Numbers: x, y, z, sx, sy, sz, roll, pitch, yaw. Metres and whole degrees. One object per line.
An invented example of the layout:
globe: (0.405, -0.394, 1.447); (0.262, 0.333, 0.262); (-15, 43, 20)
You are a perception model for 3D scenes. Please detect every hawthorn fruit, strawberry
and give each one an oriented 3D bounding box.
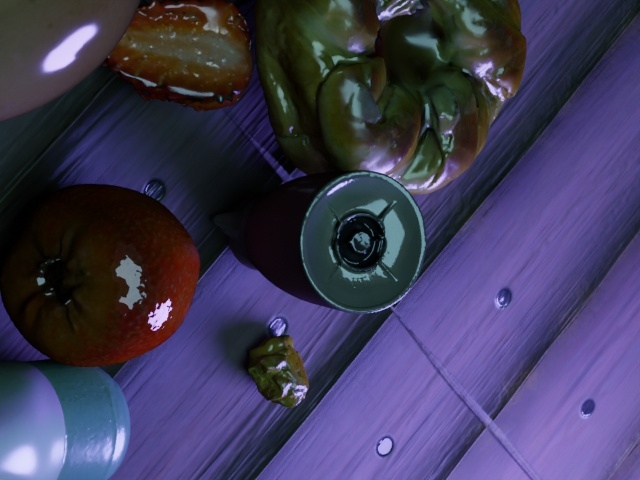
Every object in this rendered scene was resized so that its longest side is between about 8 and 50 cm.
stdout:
hawthorn fruit: (-0.209, 0.036, 1.760); (0.225, 0.197, 0.196); (-5, 108, -57)
strawberry: (-0.159, -0.201, 1.791); (0.188, 0.082, 0.121); (10, 78, -29)

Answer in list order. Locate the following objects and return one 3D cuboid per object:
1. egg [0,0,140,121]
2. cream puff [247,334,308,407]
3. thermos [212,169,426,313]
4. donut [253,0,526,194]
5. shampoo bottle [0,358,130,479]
egg: (-0.329, -0.246, 1.502); (0.374, 0.301, 0.301); (-33, 121, -22)
cream puff: (-0.050, 0.155, 1.985); (0.058, 0.083, 0.083); (-22, 141, 20)
thermos: (0.000, 0.000, 1.835); (0.176, 0.265, 0.146); (16, 85, -24)
donut: (0.084, -0.228, 1.876); (0.360, 0.170, 0.360); (-10, 105, -45)
shampoo bottle: (-0.342, 0.196, 1.692); (0.349, 0.222, 0.151); (-2, 87, -49)
